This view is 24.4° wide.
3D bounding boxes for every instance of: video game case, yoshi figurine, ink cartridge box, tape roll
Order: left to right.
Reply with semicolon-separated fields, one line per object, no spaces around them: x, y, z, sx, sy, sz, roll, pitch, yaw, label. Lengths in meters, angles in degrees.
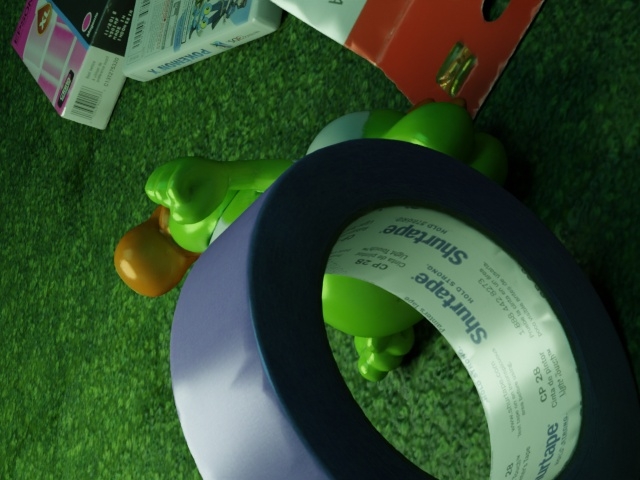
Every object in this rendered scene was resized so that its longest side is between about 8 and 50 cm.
-0.306;-0.283;1.837;0.176;0.069;0.371;-65;29;14;ink cartridge box
-0.102;-0.347;1.553;0.300;0.036;0.329;-8;68;58;video game case
-0.017;0.013;1.110;0.362;0.203;0.203;-26;71;49;yoshi figurine
0.054;-0.303;1.168;0.308;0.091;0.385;-61;42;23;ink cartridge box
0.054;0.078;0.853;0.090;0.275;0.275;-43;42;42;tape roll
